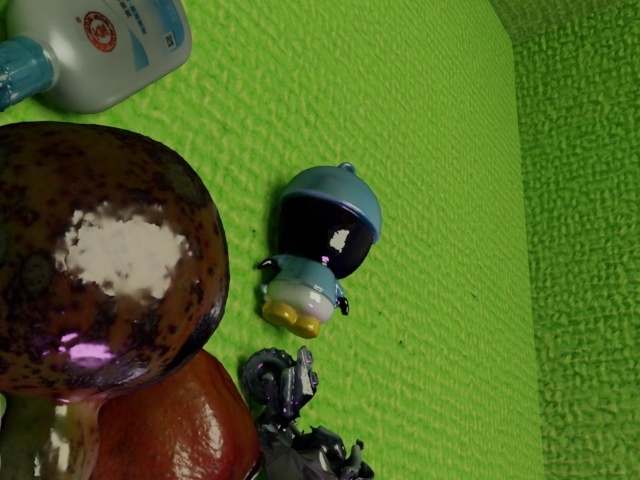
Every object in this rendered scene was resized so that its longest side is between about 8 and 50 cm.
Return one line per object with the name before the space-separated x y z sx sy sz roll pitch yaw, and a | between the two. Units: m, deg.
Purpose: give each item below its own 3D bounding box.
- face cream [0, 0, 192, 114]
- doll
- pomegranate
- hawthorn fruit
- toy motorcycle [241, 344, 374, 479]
face cream | -0.276 -0.233 0.797 0.163 0.080 0.337 65 33 -20
doll | 0.000 0.000 1.106 0.177 0.141 0.314 29 63 -14
pomegranate | -0.217 0.073 0.579 0.285 0.284 0.341 24 63 -53
hawthorn fruit | -0.163 0.185 0.728 0.189 0.189 0.252 -4 79 -58
toy motorcycle | -0.015 0.278 0.962 0.106 0.159 0.271 -17 95 -80
